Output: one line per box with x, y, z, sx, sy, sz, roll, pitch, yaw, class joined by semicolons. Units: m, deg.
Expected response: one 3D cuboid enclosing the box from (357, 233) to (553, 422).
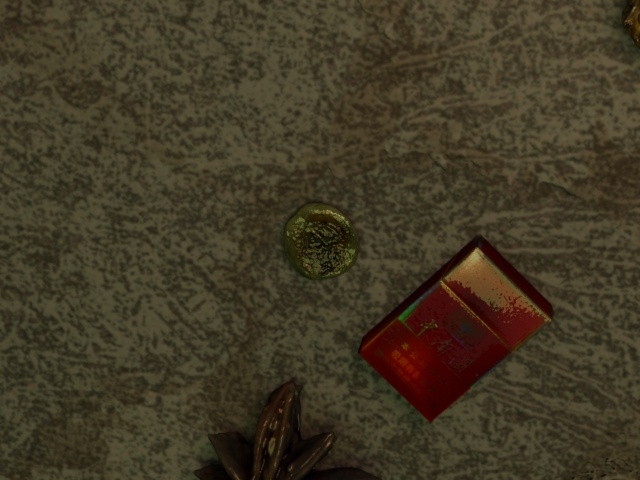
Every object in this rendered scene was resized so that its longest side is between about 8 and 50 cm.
0.138;0.092;2.011;0.112;0.048;0.175;44;111;-7;box

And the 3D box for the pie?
0.000;0.000;2.017;0.085;0.017;0.085;3;110;8;pie

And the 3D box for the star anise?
-0.042;0.268;2.089;0.229;0.093;0.236;-1;106;16;star anise

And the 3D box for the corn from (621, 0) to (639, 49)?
0.422;-0.165;1.846;0.293;0.106;0.106;29;112;-6;corn
